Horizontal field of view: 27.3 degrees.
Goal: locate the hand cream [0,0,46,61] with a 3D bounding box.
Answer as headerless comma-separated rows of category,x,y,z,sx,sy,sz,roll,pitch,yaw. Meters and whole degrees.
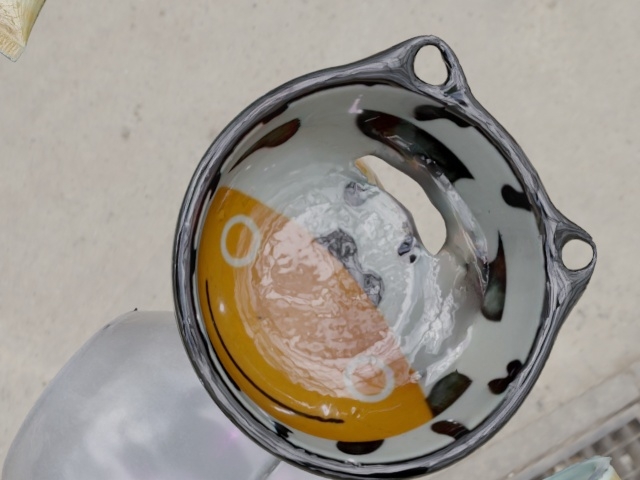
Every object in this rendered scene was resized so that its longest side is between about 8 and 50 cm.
hand cream,-0.115,-0.141,0.516,0.076,0.047,0.174,37,43,-15

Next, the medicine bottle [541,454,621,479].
medicine bottle,0.226,0.320,0.698,0.108,0.108,0.426,-31,86,-30

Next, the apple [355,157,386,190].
apple,0.000,0.000,1.406,0.174,0.188,0.188,-33,74,7

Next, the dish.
dish,0.023,0.022,0.910,0.303,0.120,0.303,2,83,-19

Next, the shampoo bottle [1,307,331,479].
shampoo bottle,-0.125,0.219,1.202,0.266,0.273,0.273,35,57,8
